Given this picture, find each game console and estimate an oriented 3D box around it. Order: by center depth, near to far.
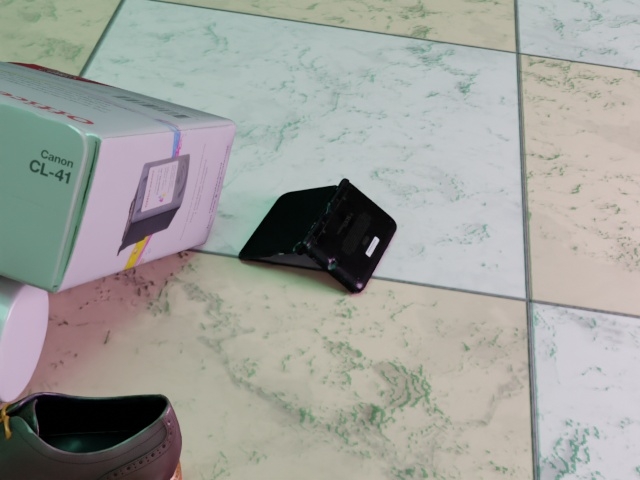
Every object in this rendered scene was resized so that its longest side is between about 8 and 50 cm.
[{"bbox_3d":[0.000,0.000,1.181,0.107,0.071,0.122,40,39,-7],"label":"game console"}]

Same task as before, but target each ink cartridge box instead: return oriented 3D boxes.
[{"bbox_3d":[-0.231,-0.067,1.037,0.226,0.131,0.306,18,12,13],"label":"ink cartridge box"}]

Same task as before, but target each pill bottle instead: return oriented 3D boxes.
[{"bbox_3d":[-0.327,0.054,0.960,0.209,0.119,0.119,12,37,8],"label":"pill bottle"}]

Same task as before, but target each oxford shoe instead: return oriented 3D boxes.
[{"bbox_3d":[-0.232,0.148,0.866,0.272,0.098,0.097,-5,38,-16],"label":"oxford shoe"}]
